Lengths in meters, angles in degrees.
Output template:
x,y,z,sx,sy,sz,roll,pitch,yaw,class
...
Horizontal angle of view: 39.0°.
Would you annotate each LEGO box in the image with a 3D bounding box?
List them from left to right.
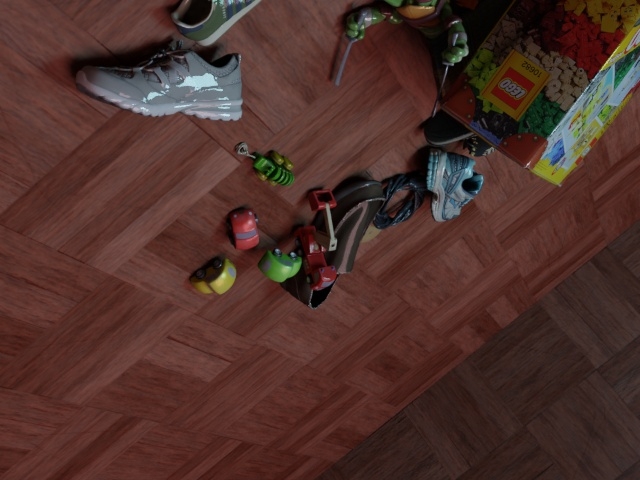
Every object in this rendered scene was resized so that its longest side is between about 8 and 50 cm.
x,y,z,sx,sy,sz,roll,pitch,yaw,class
0.458,-0.314,1.688,0.372,0.193,0.500,-54,163,13,LEGO box

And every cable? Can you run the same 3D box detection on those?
x,y,z,sx,sy,sz,roll,pitch,yaw,class
0.177,-0.090,2.122,0.184,0.047,0.150,-17,146,-45,cable

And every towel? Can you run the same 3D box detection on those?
x,y,z,sx,sy,sz,roll,pitch,yaw,class
0.386,-0.437,1.839,0.370,0.040,0.271,-34,152,-2,towel

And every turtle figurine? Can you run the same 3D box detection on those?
x,y,z,sx,sy,sz,roll,pitch,yaw,class
0.137,-0.351,1.503,0.275,0.198,0.266,-44,154,4,turtle figurine

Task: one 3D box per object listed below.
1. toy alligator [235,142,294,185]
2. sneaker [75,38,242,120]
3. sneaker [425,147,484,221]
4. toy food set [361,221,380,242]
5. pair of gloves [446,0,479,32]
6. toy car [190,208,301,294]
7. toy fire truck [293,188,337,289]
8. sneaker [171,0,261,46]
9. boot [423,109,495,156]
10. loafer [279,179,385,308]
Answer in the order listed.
x,y,z,sx,sy,sz,roll,pitch,yaw,class
-0.096,-0.137,1.723,0.056,0.051,0.190,-44,152,13,toy alligator
-0.239,-0.249,1.366,0.281,0.105,0.115,-4,109,-44,sneaker
0.321,-0.116,2.127,0.283,0.122,0.110,57,42,-65,sneaker
0.115,-0.025,2.180,0.082,0.020,0.083,-48,151,22,toy food set
0.252,-0.428,1.688,0.074,0.010,0.083,20,112,-36,pair of gloves
-0.132,0.047,1.903,0.225,0.053,0.239,12,128,-34,toy car
0.000,0.000,1.942,0.047,0.192,0.135,-10,166,-33,toy fire truck
-0.138,-0.363,1.303,0.192,0.064,0.086,-43,157,18,sneaker
0.334,-0.238,2.039,0.236,0.085,0.178,-28,155,-13,boot
0.047,0.016,2.045,0.134,0.130,0.366,-7,140,-45,loafer
